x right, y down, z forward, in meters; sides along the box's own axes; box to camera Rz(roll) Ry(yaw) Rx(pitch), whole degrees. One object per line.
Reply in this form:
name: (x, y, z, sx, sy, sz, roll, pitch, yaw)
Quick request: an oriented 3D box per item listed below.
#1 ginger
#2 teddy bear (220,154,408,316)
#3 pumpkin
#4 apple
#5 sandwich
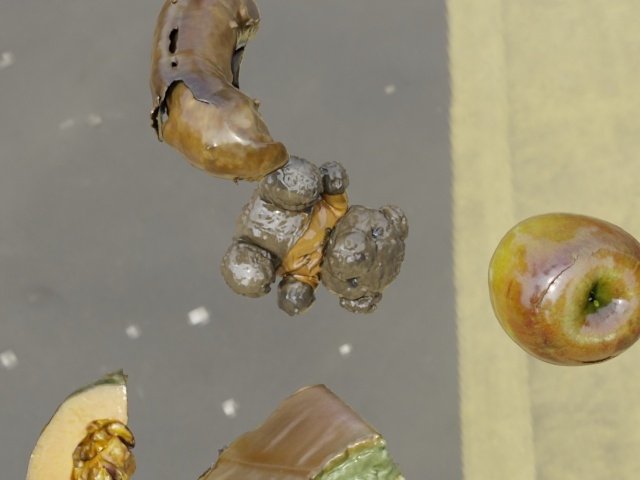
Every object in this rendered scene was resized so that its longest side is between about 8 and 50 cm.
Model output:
ginger: (-0.108, -0.170, 1.617, 0.133, 0.107, 0.309, 4, 43, -14)
teddy bear: (0.000, 0.000, 1.799, 0.140, 0.190, 0.177, -118, 50, -82)
pumpkin: (-0.230, 0.271, 1.597, 0.111, 0.163, 0.279, -5, 73, -5)
apple: (0.249, 0.042, 1.640, 0.163, 0.146, 0.147, -14, 15, -12)
sandwich: (0.009, 0.185, 1.190, 0.186, 0.108, 0.220, -17, 20, 44)
